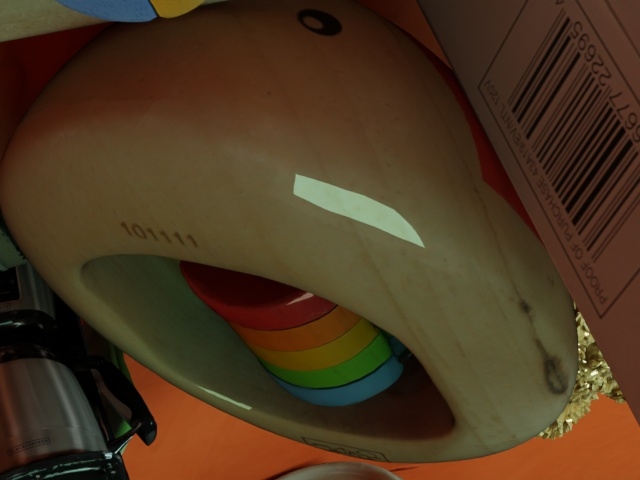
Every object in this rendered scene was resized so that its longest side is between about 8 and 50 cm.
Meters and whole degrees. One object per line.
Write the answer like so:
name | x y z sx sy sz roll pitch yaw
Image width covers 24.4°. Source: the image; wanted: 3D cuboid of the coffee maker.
coffee maker | -0.189 0.118 0.911 0.120 0.178 0.171 2 133 -30

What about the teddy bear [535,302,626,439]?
teddy bear | 0.248 0.047 1.150 0.245 0.113 0.338 -5 140 -30

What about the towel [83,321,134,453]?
towel | -0.156 0.128 1.000 0.023 0.113 0.152 6 134 -28

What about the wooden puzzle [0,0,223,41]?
wooden puzzle | -0.161 -0.175 0.546 0.348 0.080 0.322 -12 142 12

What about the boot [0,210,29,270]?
boot | -0.282 0.001 0.810 0.208 0.076 0.189 -18 143 1

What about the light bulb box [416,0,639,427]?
light bulb box | 0.287 -0.088 0.661 0.361 0.358 0.225 -7 147 -25

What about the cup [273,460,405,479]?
cup | 0.027 0.328 1.239 0.331 0.331 0.237 -22 119 -5

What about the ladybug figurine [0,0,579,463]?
ladybug figurine | 0.000 0.000 0.837 0.305 0.162 0.449 9 157 18
